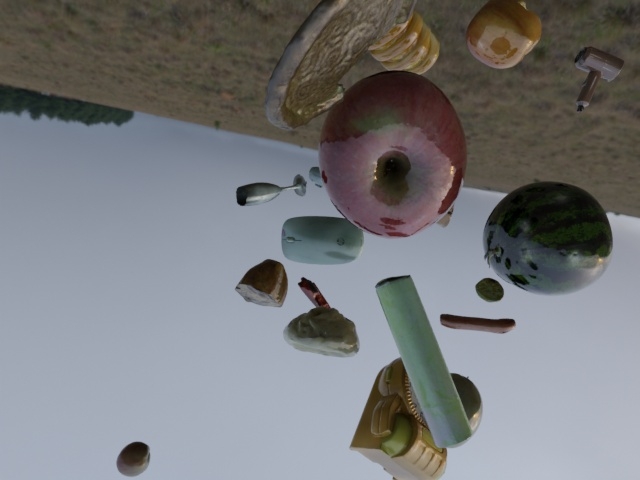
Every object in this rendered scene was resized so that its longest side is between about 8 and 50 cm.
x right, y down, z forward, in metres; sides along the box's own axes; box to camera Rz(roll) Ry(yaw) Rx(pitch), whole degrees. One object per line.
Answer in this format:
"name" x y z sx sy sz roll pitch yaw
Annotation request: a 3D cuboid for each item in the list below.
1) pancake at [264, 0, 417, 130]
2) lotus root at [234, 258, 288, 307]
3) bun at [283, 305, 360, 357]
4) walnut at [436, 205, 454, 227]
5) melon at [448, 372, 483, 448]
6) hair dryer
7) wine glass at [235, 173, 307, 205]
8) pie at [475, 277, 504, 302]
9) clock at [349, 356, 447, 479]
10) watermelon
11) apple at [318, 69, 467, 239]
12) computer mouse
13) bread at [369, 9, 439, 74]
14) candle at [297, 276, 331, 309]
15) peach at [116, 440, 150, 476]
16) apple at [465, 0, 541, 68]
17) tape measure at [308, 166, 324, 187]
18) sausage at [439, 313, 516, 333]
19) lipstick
"pancake" 0.034 -0.267 0.617 0.033 0.288 0.286 48 168 8
"lotus root" -0.226 0.153 1.747 0.188 0.180 0.199 3 151 37
"bun" 0.007 0.263 1.281 0.231 0.133 0.231 11 162 4
"walnut" 0.400 -0.132 1.469 0.087 0.167 0.211 12 -160 12
"melon" 0.582 0.750 1.961 0.268 0.330 0.268 27 166 7
"hair dryer" 0.766 -0.450 1.251 0.117 0.182 0.064 24 179 3
"wine glass" -0.129 -0.133 1.166 0.198 0.066 0.066 -16 -153 -40
"pie" 0.510 0.150 1.322 0.085 0.085 0.017 15 153 16
"clock" 0.242 0.472 1.216 0.200 0.317 0.244 -26 120 41
"watermelon" 0.503 -0.005 0.987 0.269 0.269 0.269 11 -169 -2
"apple" 0.151 -0.185 0.956 0.344 0.345 0.269 11 -156 -1
"computer mouse" -0.001 0.001 1.432 0.288 0.159 0.097 2 -174 16
"bread" 0.201 -0.561 1.204 0.311 0.121 0.173 27 156 -37
"candle" 0.005 0.276 1.870 0.059 0.302 0.084 -25 -164 35
"peach" -0.462 0.540 1.088 0.083 0.083 0.083 11 -169 -2
"apple" 0.499 -0.560 1.192 0.199 0.199 0.199 11 -169 -2
"tape measure" 0.069 -0.241 1.835 0.164 0.084 0.330 4 -163 -32
"sausage" 0.402 0.215 1.135 0.186 0.043 0.043 1 -174 24
"lipstick" 0.184 0.208 0.799 0.076 0.304 0.076 -20 168 -4
